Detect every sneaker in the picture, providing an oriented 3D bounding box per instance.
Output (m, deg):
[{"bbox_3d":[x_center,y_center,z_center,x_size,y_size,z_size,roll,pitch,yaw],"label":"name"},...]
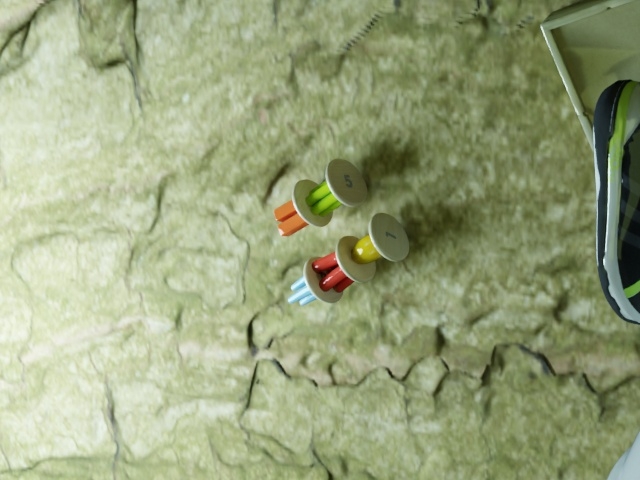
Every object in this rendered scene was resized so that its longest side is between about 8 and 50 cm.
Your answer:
[{"bbox_3d":[0.292,-0.029,1.423,0.097,0.084,0.234,3,118,26],"label":"sneaker"}]

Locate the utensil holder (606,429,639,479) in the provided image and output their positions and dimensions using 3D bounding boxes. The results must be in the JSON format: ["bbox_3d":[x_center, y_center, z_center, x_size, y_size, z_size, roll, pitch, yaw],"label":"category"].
[{"bbox_3d":[0.441,0.139,1.332,0.328,0.327,0.385,27,124,14],"label":"utensil holder"}]

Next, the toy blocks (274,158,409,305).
[{"bbox_3d":[0.000,0.000,1.667,0.148,0.054,0.123,-34,98,38],"label":"toy blocks"}]

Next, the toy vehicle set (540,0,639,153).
[{"bbox_3d":[0.318,-0.100,1.447,0.166,0.035,0.267,-15,108,34],"label":"toy vehicle set"}]
